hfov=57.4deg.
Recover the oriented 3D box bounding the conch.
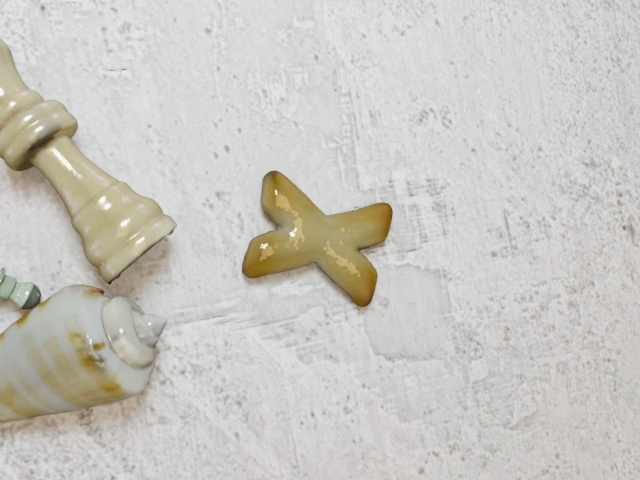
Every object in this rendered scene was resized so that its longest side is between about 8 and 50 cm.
[{"bbox_3d":[-0.309,0.147,0.706,0.255,0.127,0.158,-29,98,-17],"label":"conch"}]

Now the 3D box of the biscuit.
[{"bbox_3d":[0.000,-0.001,0.857,0.208,0.047,0.164,15,85,-18],"label":"biscuit"}]

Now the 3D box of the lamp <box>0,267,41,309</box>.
[{"bbox_3d":[-0.418,0.043,0.701,0.163,0.091,0.091,30,79,-30],"label":"lamp"}]

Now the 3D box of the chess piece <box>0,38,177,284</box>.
[{"bbox_3d":[-0.349,-0.128,0.709,0.117,0.117,0.397,-43,100,-15],"label":"chess piece"}]
